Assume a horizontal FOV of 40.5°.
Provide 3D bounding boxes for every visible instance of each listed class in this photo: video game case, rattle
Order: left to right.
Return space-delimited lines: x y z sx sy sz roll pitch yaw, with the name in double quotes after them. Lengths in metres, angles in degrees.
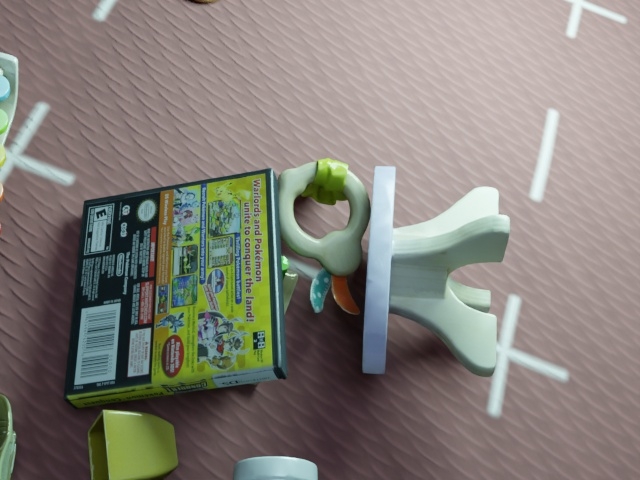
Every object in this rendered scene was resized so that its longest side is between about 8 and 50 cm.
-0.168 0.050 1.021 0.248 0.035 0.275 -9 56 7 "video game case"
0.000 0.000 1.143 0.130 0.143 0.200 -18 92 -26 "rattle"

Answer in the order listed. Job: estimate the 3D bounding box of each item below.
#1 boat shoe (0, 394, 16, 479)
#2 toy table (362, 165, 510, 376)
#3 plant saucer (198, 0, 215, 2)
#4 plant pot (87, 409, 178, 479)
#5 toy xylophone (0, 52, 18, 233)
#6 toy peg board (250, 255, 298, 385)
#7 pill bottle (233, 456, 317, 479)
-0.357 0.242 0.935 0.056 0.048 0.153 -9 58 -6 "boat shoe"
0.138 0.036 1.071 0.161 0.252 0.274 4 71 5 "toy table"
-0.181 -0.400 1.340 0.083 0.013 0.083 6 61 -11 "plant saucer"
-0.204 0.234 0.956 0.083 0.081 0.081 1 61 -28 "plant pot"
-0.496 -0.103 1.057 0.236 0.081 0.323 5 61 -12 "toy xylophone"
-0.120 0.068 1.066 0.160 0.079 0.161 22 59 -3 "toy peg board"
-0.050 0.363 0.886 0.146 0.146 0.264 7 60 -11 "pill bottle"
